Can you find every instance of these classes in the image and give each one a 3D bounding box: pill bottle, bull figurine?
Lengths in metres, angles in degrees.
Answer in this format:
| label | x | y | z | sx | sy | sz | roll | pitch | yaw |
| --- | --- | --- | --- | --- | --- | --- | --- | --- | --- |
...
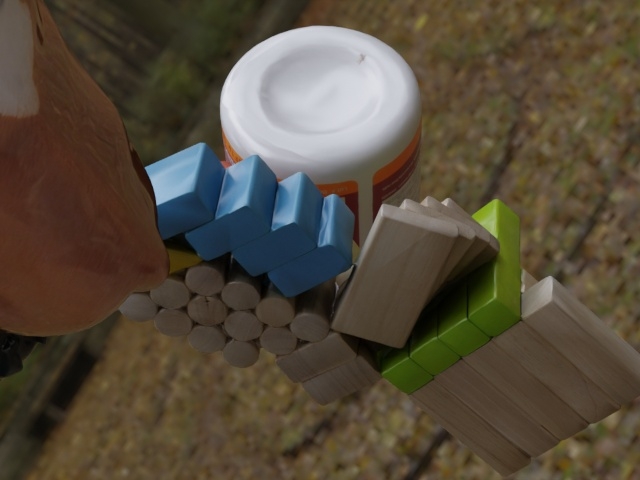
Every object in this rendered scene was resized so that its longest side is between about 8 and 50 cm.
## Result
| label | x | y | z | sx | sy | sz | roll | pitch | yaw |
| --- | --- | --- | --- | --- | --- | --- | --- | --- | --- |
| pill bottle | 0.004 | -0.020 | 1.077 | 0.221 | 0.121 | 0.121 | 87 | -155 | -52 |
| bull figurine | -0.139 | -0.060 | 0.467 | 0.310 | 0.188 | 0.101 | 71 | -141 | -60 |

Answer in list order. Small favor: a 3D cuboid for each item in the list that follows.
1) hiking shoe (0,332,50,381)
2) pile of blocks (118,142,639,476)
| label | x | y | z | sx | sy | sz | roll | pitch | yaw |
| --- | --- | --- | --- | --- | --- | --- | --- | --- | --- |
| hiking shoe | -0.211 | 0.090 | 0.737 | 0.132 | 0.113 | 0.304 | 12 | 72 | 43 |
| pile of blocks | 0.000 | 0.000 | 0.906 | 0.112 | 0.362 | 0.149 | -84 | 16 | -50 |
